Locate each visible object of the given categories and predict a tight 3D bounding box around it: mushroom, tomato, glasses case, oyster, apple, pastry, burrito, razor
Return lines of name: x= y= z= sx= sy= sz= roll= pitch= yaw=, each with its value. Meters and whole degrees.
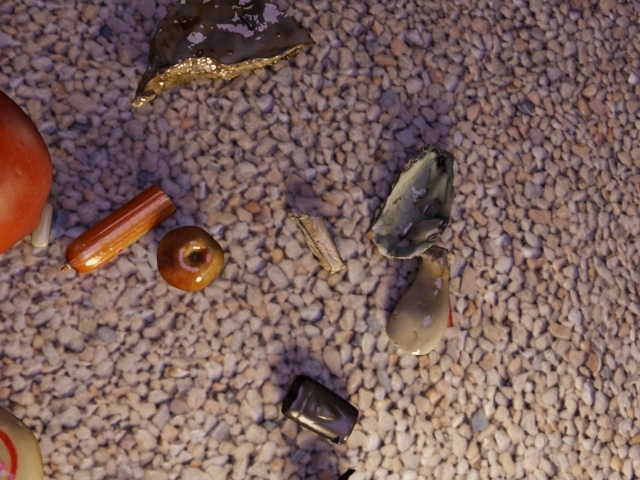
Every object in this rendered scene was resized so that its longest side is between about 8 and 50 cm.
mushroom: x=0.218 y=0.121 z=1.465 sx=0.116 sy=0.093 sz=0.225 roll=23 pitch=92 yaw=12
tomato: x=-0.604 y=-0.114 z=1.182 sx=0.321 sy=0.321 sz=0.322 roll=2 pitch=82 yaw=-16
glasses case: x=-0.515 y=-0.029 z=1.326 sx=0.032 sy=0.021 sz=0.083 roll=6 pitch=81 yaw=-14
oyster: x=0.198 y=-0.085 z=1.503 sx=0.199 sy=0.087 sz=0.252 roll=-9 pitch=65 yaw=4
apple: x=-0.249 y=0.033 z=1.351 sx=0.126 sy=0.102 sz=0.126 roll=2 pitch=81 yaw=-15
pastry: x=-0.588 y=0.388 z=1.174 sx=0.264 sy=0.133 sz=0.265 roll=6 pitch=75 yaw=-23
oyster: x=-0.213 y=-0.398 z=1.436 sx=0.396 sy=0.111 sz=0.204 roll=-19 pitch=70 yaw=-17
burrito: x=0.000 y=0.000 z=1.458 sx=0.055 sy=0.041 sz=0.149 roll=-32 pitch=92 yaw=-4
razor: x=0.001 y=0.333 z=1.405 sx=0.148 sy=0.054 sz=0.090 roll=33 pitch=75 yaw=-10

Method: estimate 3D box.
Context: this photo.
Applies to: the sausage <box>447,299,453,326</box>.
sausage: x=0.257 y=0.120 z=1.519 sx=0.034 sy=0.034 sz=0.129 roll=-5 pitch=84 yaw=-16

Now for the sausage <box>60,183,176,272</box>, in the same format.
sausage: x=-0.383 y=-0.013 z=1.337 sx=0.234 sy=0.071 sz=0.071 roll=-39 pitch=94 yaw=-17

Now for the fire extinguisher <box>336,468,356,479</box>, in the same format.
fire extinguisher: x=0.026 y=0.612 z=1.350 sx=0.114 sy=0.135 sz=0.337 roll=0 pitch=81 yaw=26
